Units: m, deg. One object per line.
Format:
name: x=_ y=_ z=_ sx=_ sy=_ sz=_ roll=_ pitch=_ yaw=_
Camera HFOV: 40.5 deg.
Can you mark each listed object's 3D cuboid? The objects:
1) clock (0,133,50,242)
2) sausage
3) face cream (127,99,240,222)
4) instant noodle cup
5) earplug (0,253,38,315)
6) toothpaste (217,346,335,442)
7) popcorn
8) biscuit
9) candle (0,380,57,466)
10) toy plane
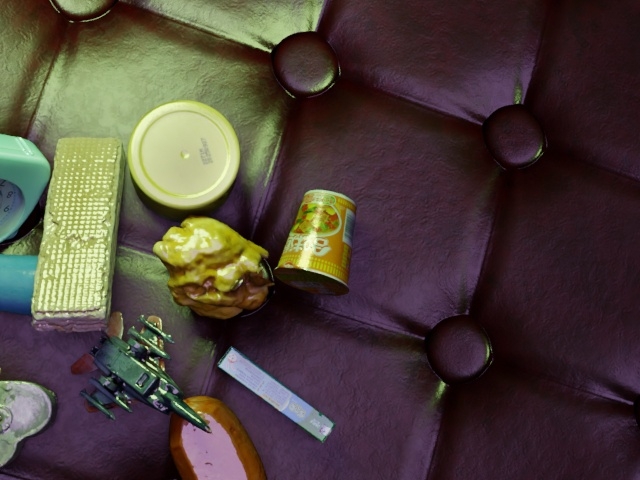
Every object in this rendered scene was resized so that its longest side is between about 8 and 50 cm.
clock: x=-0.664 y=-0.078 z=1.647 sx=0.094 sy=0.223 sz=0.274 roll=49 pitch=113 yaw=28
sausage: x=-0.202 y=0.428 z=1.694 sx=0.153 sy=0.141 sz=0.268 roll=-27 pitch=87 yaw=-12
face cream: x=-0.274 y=-0.154 z=1.740 sx=0.218 sy=0.179 sz=0.218 roll=1 pitch=82 yaw=-10
instant noodle cup: x=0.000 y=0.000 z=1.787 sx=0.168 sy=0.168 sz=0.185 roll=16 pitch=72 yaw=-7
earplug: x=-0.578 y=0.086 z=1.689 sx=0.273 sy=0.132 sz=0.132 roll=6 pitch=82 yaw=-5
toothpaste: x=-0.091 y=0.312 z=1.768 sx=0.267 sy=0.065 sz=0.050 roll=37 pitch=78 yaw=-4
popcorn: x=-0.215 y=0.059 z=1.722 sx=0.253 sy=0.191 sz=0.190 roll=30 pitch=93 yaw=-14
biscuit: x=-0.459 y=-0.020 z=1.655 sx=0.144 sy=0.078 sz=0.426 roll=-1 pitch=54 yaw=-5
candle: x=-0.618 y=0.337 z=1.675 sx=0.168 sy=0.068 sz=0.192 roll=44 pitch=75 yaw=0
toy plane: x=-0.328 y=0.269 z=1.641 sx=0.326 sy=0.104 sz=0.223 roll=29 pitch=76 yaw=33
